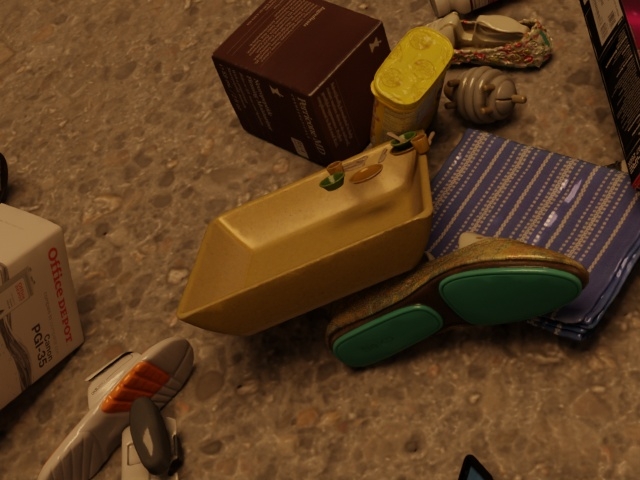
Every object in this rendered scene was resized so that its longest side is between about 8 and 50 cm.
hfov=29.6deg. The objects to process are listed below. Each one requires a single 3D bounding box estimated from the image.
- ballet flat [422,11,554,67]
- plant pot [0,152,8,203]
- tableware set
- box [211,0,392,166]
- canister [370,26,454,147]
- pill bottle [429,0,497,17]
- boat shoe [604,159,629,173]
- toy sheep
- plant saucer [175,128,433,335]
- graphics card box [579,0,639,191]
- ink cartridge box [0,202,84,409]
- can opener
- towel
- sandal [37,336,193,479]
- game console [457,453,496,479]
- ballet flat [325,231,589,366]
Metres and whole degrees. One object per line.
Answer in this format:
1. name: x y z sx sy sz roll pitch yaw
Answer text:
1. ballet flat: 0.228 -0.306 1.802 0.241 0.077 0.091 4 55 23
2. plant pot: -0.613 -0.110 1.876 0.230 0.215 0.215 12 57 11
3. tableware set: 0.073 -0.109 1.578 0.154 0.024 0.104 -18 21 23
4. box: -0.016 -0.239 1.772 0.203 0.168 0.167 27 64 35
5. canister: 0.122 -0.201 1.685 0.073 0.170 0.126 33 71 12
6. pill bottle: 0.241 -0.403 1.869 0.152 0.086 0.086 -21 49 2
7. boat shoe: 0.385 -0.049 1.561 0.038 0.046 0.125 -12 58 27
8. toy sheep: 0.232 -0.205 1.713 0.132 0.091 0.091 20 61 37
9. plant saucer: 0.000 0.000 1.550 0.333 0.081 0.332 -23 19 12
10. graphics card box: 0.484 -0.209 1.561 0.233 0.094 0.371 9 48 -13
11. ink cartridge box: -0.452 0.112 1.565 0.117 0.207 0.283 19 40 28
12. can opener: -0.210 0.321 1.439 0.076 0.095 0.283 -15 49 9
13. towel: 0.260 -0.021 1.551 0.336 0.040 0.243 21 67 39
14. sandal: -0.277 0.210 1.549 0.076 0.102 0.265 34 71 34
15. game console: 0.205 0.309 1.287 0.124 0.085 0.144 2 37 21
16. ballet flat: 0.155 0.053 1.467 0.349 0.123 0.123 -22 45 30
